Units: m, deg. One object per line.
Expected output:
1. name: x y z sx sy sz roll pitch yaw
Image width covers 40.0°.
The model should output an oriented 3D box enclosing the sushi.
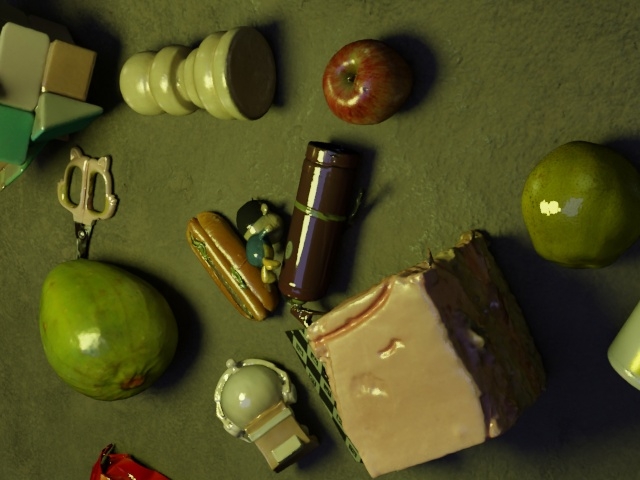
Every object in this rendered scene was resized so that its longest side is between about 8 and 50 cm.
1. sushi: 0.052 0.274 1.608 0.290 0.050 0.264 61 162 1

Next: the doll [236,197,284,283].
1. doll: -0.105 -0.007 1.646 0.102 0.089 0.179 109 146 -54

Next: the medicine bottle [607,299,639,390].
1. medicine bottle: 0.557 0.108 1.324 0.143 0.143 0.258 32 112 17

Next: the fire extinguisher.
1. fire extinguisher: 0.000 0.000 1.592 0.141 0.105 0.341 23 108 39

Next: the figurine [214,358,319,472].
1. figurine: -0.110 0.333 1.720 0.162 0.141 0.237 -39 79 -1

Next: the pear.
1. pear: 0.403 -0.052 1.343 0.198 0.198 0.198 6 103 25

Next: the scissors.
1. scissors: -0.508 -0.038 1.887 0.160 0.024 0.317 17 108 22

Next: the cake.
1. cake: 0.179 0.189 1.436 0.293 0.307 0.314 -32 86 29

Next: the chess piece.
1. chess piece: -0.247 -0.302 1.636 0.300 0.167 0.167 2 102 30

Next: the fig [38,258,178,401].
1. fig: -0.444 0.169 1.785 0.326 0.258 0.258 42 117 32

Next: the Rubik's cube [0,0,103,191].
1. Rubik's cube: -0.645 -0.280 1.713 0.387 0.358 0.368 -59 42 24

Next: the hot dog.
1. hot dog: -0.176 0.052 1.717 0.100 0.068 0.249 -44 80 28

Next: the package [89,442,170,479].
1. package: -0.354 0.616 1.895 0.423 0.123 0.196 27 109 18

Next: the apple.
1. apple: 0.082 -0.267 1.489 0.146 0.131 0.146 -1 87 34
